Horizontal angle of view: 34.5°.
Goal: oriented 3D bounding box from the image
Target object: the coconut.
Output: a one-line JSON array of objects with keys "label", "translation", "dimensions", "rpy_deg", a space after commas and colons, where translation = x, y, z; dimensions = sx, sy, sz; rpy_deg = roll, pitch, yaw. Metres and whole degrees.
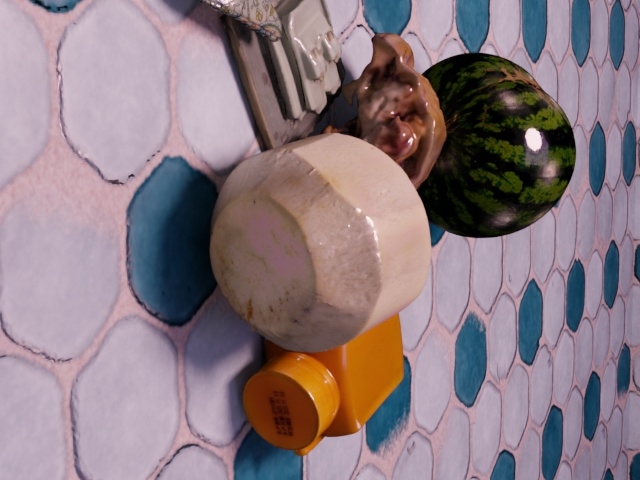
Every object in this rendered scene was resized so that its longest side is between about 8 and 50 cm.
[{"label": "coconut", "translation": [0.003, 0.002, 1.107], "dimensions": [0.241, 0.241, 0.241], "rpy_deg": [-11, 102, -60]}]

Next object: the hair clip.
[{"label": "hair clip", "translation": [-0.105, -0.261, 1.030], "dimensions": [0.229, 0.036, 0.066], "rpy_deg": [31, 75, -46]}]

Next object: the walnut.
[{"label": "walnut", "translation": [0.084, -0.125, 1.284], "dimensions": [0.238, 0.141, 0.204], "rpy_deg": [-61, 162, -15]}]

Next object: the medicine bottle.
[{"label": "medicine bottle", "translation": [0.007, 0.150, 1.234], "dimensions": [0.222, 0.112, 0.149], "rpy_deg": [-37, 125, -54]}]

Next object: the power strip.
[{"label": "power strip", "translation": [-0.019, -0.217, 1.199], "dimensions": [0.198, 0.064, 0.213], "rpy_deg": [-59, 141, -40]}]

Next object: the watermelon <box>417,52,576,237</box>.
[{"label": "watermelon", "translation": [0.225, -0.132, 1.453], "dimensions": [0.269, 0.269, 0.269], "rpy_deg": [-11, 102, -60]}]
